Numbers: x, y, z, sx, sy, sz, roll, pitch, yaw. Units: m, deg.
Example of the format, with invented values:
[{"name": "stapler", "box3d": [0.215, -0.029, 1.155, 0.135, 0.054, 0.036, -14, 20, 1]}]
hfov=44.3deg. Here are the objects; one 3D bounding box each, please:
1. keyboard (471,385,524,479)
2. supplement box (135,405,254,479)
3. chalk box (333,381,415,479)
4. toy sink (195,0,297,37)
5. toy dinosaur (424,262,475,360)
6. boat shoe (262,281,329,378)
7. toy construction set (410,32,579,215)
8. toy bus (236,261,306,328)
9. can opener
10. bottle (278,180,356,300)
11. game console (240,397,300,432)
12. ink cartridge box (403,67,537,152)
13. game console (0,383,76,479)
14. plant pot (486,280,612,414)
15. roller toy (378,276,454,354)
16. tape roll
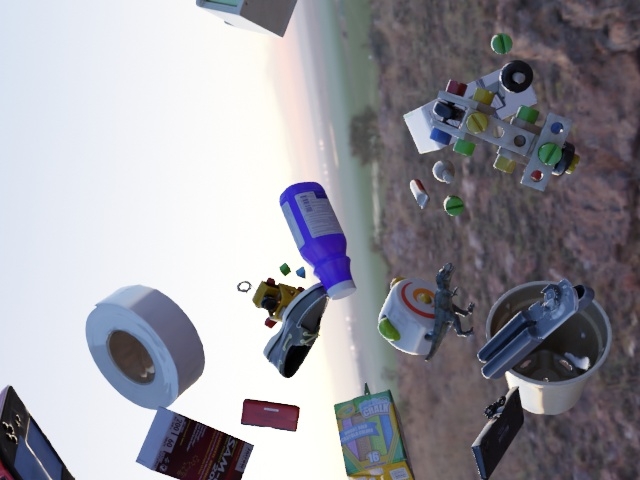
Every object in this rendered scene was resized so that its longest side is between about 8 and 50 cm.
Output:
[{"name": "keyboard", "box3d": [0.311, 0.324, 1.382, 0.180, 0.023, 0.108, -38, -59, -46]}, {"name": "supplement box", "box3d": [-0.270, 0.466, 1.722, 0.239, 0.073, 0.130, 34, -110, -37]}, {"name": "chalk box", "box3d": [0.108, 0.410, 1.671, 0.132, 0.132, 0.213, 68, -173, -48]}, {"name": "toy sink", "box3d": [-0.161, -0.529, 1.632, 0.234, 0.131, 0.153, 30, 100, 48]}, {"name": "toy dinosaur", "box3d": [0.347, 0.199, 2.081, 0.064, 0.118, 0.268, 125, 158, -71]}, {"name": "boat shoe", "box3d": [-0.045, 0.220, 1.906, 0.091, 0.109, 0.305, 53, 134, 25]}, {"name": "toy construction set", "box3d": [0.294, -0.153, 1.355, 0.257, 0.309, 0.237, 44, -167, -12]}, {"name": "toy bus", "box3d": [-0.110, 0.182, 2.241, 0.104, 0.202, 0.191, -117, 4, -56]}, {"name": "can opener", "box3d": [0.423, 0.180, 1.538, 0.283, 0.095, 0.076, 124, 149, -42]}, {"name": "bottle", "box3d": [0.000, 0.000, 1.822, 0.092, 0.118, 0.283, -43, 63, 45]}, {"name": "game console", "box3d": [-0.124, 0.427, 1.971, 0.085, 0.143, 0.124, -85, 4, -58]}, {"name": "ink cartridge box", "box3d": [0.368, -0.327, 1.957, 0.115, 0.272, 0.198, 65, 175, -5]}, {"name": "game console", "box3d": [-0.711, 0.583, 1.979, 0.342, 0.060, 0.387, -121, 6, -69]}, {"name": "plant pot", "box3d": [0.649, 0.339, 2.267, 0.306, 0.333, 0.334, 73, -174, -50]}, {"name": "roller toy", "box3d": [0.270, 0.204, 2.184, 0.209, 0.191, 0.146, -69, -1, -53]}, {"name": "tape roll", "box3d": [-0.405, 0.245, 1.809, 0.100, 0.286, 0.286, -39, -52, -47]}]
